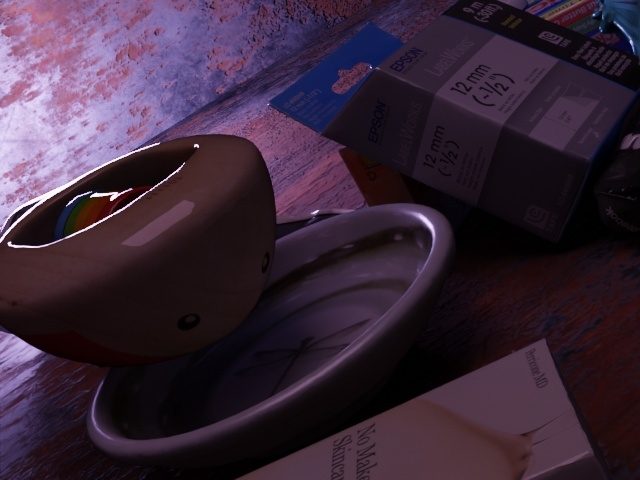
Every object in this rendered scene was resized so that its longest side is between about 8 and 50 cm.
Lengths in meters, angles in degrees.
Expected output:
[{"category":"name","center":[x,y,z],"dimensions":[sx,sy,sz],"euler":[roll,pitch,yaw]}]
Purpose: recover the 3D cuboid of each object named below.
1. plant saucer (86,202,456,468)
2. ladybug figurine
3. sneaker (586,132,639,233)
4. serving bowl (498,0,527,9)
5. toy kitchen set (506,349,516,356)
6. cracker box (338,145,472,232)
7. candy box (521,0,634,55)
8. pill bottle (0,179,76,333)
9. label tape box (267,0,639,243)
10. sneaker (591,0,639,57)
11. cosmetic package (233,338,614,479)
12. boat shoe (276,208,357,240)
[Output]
[{"category":"plant saucer","center":[-0.034,0.109,1.026],"dimensions":[0.400,0.101,0.400],"euler":[-27,17,9]},{"category":"ladybug figurine","center":[-0.193,0.018,1.091],"dimensions":[0.305,0.162,0.449],"euler":[-38,20,-22]},{"category":"sneaker","center":[0.304,-0.049,0.944],"dimensions":[0.106,0.078,0.234],"euler":[-49,3,-2]},{"category":"serving bowl","center":[0.258,-0.336,1.515],"dimensions":[0.083,0.027,0.083],"euler":[-30,16,10]},{"category":"toy kitchen set","center":[0.129,0.131,0.763],"dimensions":[0.075,0.068,0.083],"euler":[-29,17,2]},{"category":"cracker box","center":[0.130,-0.103,1.257],"dimensions":[0.067,0.156,0.232],"euler":[-17,22,38]},{"category":"candy box","center":[0.370,-0.322,1.539],"dimensions":[0.268,0.122,0.317],"euler":[-24,19,16]},{"category":"pill bottle","center":[-0.357,0.014,1.602],"dimensions":[0.362,0.210,0.210],"euler":[-20,20,28]},{"category":"label tape box","center":[0.156,-0.167,1.130],"dimensions":[0.347,0.115,0.249],"euler":[28,42,16]},{"category":"sneaker","center":[0.386,-0.310,1.306],"dimensions":[0.110,0.275,0.107],"euler":[-28,-25,30]},{"category":"cosmetic package","center":[0.035,0.198,0.653],"dimensions":[0.309,0.113,0.160],"euler":[-27,15,9]},{"category":"boat shoe","center":[0.000,0.000,1.372],"dimensions":[0.206,0.075,0.065],"euler":[-6,72,41]}]
